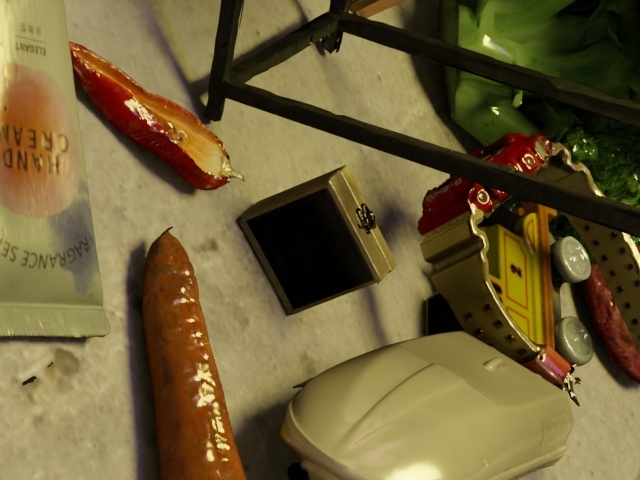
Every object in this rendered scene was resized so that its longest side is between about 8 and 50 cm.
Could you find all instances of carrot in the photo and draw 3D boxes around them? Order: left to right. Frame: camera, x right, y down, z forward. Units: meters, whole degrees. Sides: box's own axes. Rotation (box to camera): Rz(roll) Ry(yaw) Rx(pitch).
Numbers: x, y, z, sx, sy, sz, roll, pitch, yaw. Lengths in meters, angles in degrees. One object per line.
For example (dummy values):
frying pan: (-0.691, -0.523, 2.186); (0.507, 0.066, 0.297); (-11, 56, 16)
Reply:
carrot: (-0.079, 0.091, 1.011); (0.057, 0.057, 0.224); (20, 52, -53)

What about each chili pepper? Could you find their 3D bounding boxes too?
chili pepper: (-0.111, -0.078, 1.085); (0.178, 0.027, 0.045); (38, 37, -42)

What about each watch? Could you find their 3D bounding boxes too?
watch: (0.182, 0.049, 1.285); (0.165, 0.102, 0.268); (-28, 89, -38)

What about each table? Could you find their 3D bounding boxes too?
table: (0.130, -0.184, 1.151); (0.222, 0.335, 0.272); (-39, 144, -59)

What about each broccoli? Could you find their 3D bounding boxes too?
broccoli: (0.259, -0.195, 1.507); (0.321, 0.310, 0.413); (-56, 155, -49)

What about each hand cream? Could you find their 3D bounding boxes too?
hand cream: (-0.179, -0.113, 0.964); (0.124, 0.078, 0.340); (5, 72, -58)

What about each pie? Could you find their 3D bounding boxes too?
pie: (0.296, 0.050, 1.648); (0.182, 0.050, 0.182); (42, 39, -47)

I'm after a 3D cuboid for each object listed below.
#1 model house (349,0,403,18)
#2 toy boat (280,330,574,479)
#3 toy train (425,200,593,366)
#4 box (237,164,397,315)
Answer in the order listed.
model house: (0.058, -0.364, 1.334); (0.326, 0.244, 0.169); (60, 28, -16)
toy boat: (0.061, 0.137, 1.128); (0.269, 0.141, 0.140); (-25, 93, -54)
toy train: (0.146, 0.046, 1.369); (0.127, 0.089, 0.219); (30, 47, -33)
box: (0.000, 0.000, 1.161); (0.079, 0.083, 0.035); (62, 30, -10)
